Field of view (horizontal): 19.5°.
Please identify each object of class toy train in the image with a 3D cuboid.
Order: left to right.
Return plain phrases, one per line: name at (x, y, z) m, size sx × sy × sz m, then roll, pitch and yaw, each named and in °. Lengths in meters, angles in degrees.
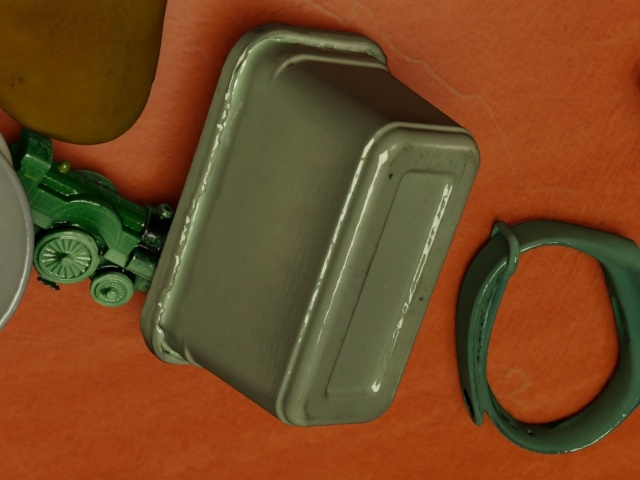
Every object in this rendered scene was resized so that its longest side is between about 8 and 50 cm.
toy train at (-0.203, -0.016, 1.568) m, size 0.178 × 0.071 × 0.104 m, roll 28°, pitch 117°, yaw -25°

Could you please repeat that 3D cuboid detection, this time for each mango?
mango at (-0.208, -0.194, 1.468) m, size 0.176 × 0.139 × 0.254 m, roll 7°, pitch 116°, yaw -9°

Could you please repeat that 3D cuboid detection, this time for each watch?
watch at (0.218, 0.083, 1.716) m, size 0.195 × 0.068 × 0.237 m, roll -16°, pitch 118°, yaw -3°

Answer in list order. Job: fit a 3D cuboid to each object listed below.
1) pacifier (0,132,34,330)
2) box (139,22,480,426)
pacifier at (-0.367, -0.019, 1.450) m, size 0.279 × 0.207 × 0.227 m, roll 9°, pitch 94°, yaw 15°
box at (0.000, 0.000, 1.539) m, size 0.175 × 0.182 × 0.311 m, roll 2°, pitch 115°, yaw -43°
